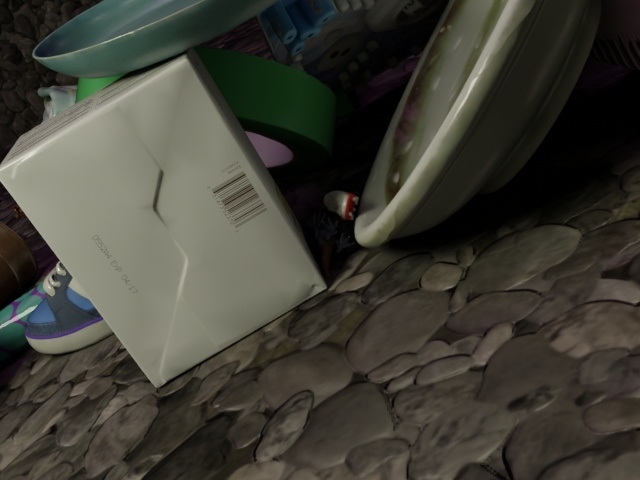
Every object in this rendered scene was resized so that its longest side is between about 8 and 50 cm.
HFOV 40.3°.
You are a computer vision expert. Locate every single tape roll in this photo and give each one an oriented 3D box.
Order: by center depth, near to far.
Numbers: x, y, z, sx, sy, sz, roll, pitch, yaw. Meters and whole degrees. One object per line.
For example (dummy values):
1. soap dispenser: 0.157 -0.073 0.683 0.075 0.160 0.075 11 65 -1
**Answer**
1. tape roll: -0.140 -0.152 1.085 0.321 0.321 0.077 -5 76 48

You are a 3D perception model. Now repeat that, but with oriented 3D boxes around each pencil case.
1. pencil case: -0.406 0.111 1.175 0.151 0.064 0.070 -35 35 -7

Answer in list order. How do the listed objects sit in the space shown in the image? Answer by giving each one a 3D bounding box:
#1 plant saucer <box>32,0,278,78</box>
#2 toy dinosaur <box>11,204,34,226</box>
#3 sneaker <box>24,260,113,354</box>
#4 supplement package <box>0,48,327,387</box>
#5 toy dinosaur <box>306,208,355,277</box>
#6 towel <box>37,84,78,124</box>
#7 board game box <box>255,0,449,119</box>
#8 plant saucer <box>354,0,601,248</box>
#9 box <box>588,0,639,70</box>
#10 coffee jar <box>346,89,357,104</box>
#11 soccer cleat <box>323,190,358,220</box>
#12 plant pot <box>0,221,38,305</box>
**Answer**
1. plant saucer: -0.138 -0.242 0.886 0.317 0.044 0.317 -19 26 10
2. toy dinosaur: -0.418 -0.094 1.571 0.322 0.164 0.218 -41 -2 22
3. sneaker: -0.275 -0.018 1.042 0.322 0.236 0.130 -24 23 19
4. supplement package: -0.149 -0.031 0.872 0.204 0.262 0.145 -30 23 2
5. toy dinosaur: 0.000 0.000 0.915 0.090 0.047 0.082 -57 11 -25
6. towel: -0.313 -0.217 1.500 0.320 0.090 0.374 -1 14 -20
7. board game box: 0.126 -0.293 1.085 0.390 0.050 0.390 -31 -11 0
8. plant saucer: 0.161 -0.159 0.818 0.400 0.100 0.400 -155 90 -84
9. box: 0.323 -0.189 0.761 0.113 0.094 0.275 5 16 -13
10. coffee jar: -0.038 -0.204 1.330 0.184 0.079 0.096 -31 32 3
11. soccer cleat: 0.020 -0.038 0.903 0.035 0.029 0.083 15 6 2
12. plant pot: -0.563 0.064 1.370 0.167 0.167 0.165 -11 37 41
